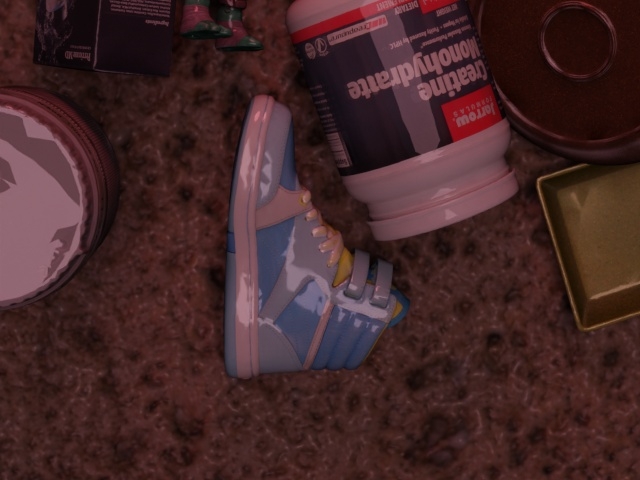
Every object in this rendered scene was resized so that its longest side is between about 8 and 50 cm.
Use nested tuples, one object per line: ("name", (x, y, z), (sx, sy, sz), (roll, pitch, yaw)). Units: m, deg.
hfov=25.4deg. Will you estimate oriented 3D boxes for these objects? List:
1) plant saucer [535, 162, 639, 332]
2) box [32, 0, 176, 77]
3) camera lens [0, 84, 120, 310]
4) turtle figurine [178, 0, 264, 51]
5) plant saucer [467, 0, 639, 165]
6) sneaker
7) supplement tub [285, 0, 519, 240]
("plant saucer", (0.354, -0.012, 1.621), (0.188, 0.045, 0.188), (-18, 98, -1))
("box", (-0.226, -0.256, 1.490), (0.093, 0.156, 0.158), (0, 98, -35))
("camera lens", (-0.325, -0.049, 1.460), (0.219, 0.274, 0.219), (0, 97, -3))
("turtle figurine", (-0.103, -0.327, 1.524), (0.175, 0.118, 0.234), (4, 86, -44))
("plant saucer", (0.278, -0.216, 1.496), (0.311, 0.050, 0.310), (15, 122, 26))
("sneaker", (0.000, 0.000, 1.565), (0.208, 0.127, 0.319), (3, 106, -2))
("supplement tub", (0.090, -0.155, 1.514), (0.191, 0.191, 0.272), (-20, 98, -1))
